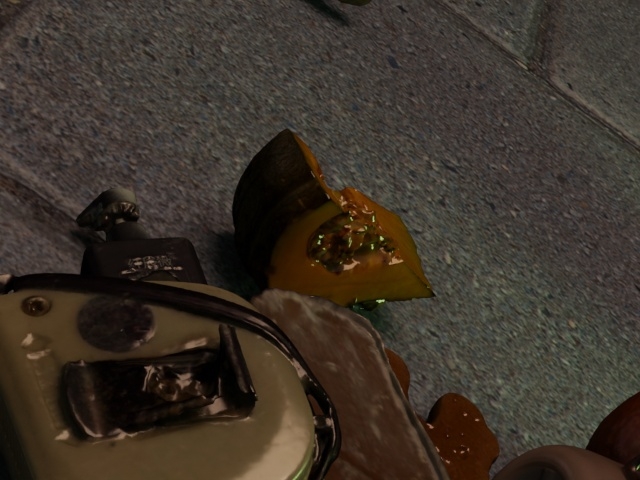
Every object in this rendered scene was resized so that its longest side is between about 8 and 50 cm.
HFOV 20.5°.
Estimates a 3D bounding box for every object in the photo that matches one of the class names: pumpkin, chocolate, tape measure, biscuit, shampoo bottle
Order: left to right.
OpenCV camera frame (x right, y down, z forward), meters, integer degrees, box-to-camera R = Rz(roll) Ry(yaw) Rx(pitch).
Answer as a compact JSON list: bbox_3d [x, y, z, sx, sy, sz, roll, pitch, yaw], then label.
[{"bbox_3d":[-0.122,0.111,1.288,0.231,0.133,0.271,-15,50,-21],"label":"tape measure"},{"bbox_3d":[-0.133,0.072,1.459,0.098,0.071,0.309,-4,47,-22],"label":"shampoo bottle"},{"bbox_3d":[0.001,0.004,1.693,0.248,0.126,0.131,37,14,-47],"label":"pumpkin"},{"bbox_3d":[0.004,0.156,1.439,0.157,0.080,0.254,18,34,-36],"label":"chocolate"},{"bbox_3d":[0.075,0.210,1.546,0.186,0.044,0.295,31,29,-7],"label":"biscuit"}]

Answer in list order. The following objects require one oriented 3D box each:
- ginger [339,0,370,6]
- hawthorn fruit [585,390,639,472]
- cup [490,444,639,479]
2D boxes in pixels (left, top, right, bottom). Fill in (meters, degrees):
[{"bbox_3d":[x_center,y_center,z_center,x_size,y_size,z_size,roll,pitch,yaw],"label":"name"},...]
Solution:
[{"bbox_3d":[-0.059,-0.419,2.270,0.166,0.080,0.333,-4,55,-32],"label":"ginger"},{"bbox_3d":[0.347,0.245,1.645,0.231,0.235,0.263,63,-5,7],"label":"hawthorn fruit"},{"bbox_3d":[0.248,0.253,1.417,0.200,0.253,0.191,31,20,-25],"label":"cup"}]
